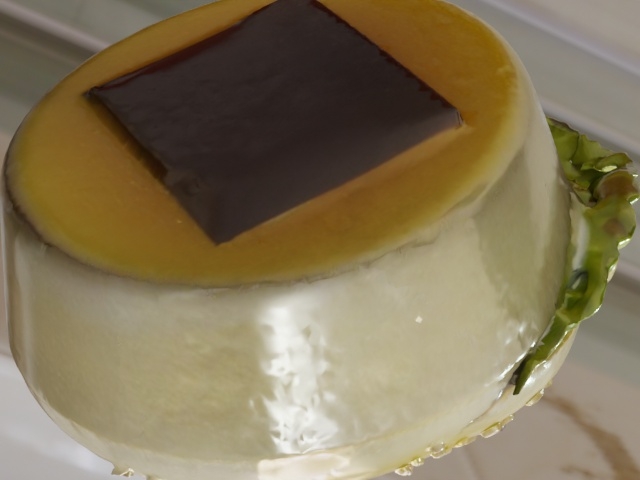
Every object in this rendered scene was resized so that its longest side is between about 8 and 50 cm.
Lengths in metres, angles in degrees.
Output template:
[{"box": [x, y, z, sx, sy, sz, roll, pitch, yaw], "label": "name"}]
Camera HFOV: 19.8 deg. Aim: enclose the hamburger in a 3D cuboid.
[{"box": [0.000, 0.000, 0.399, 0.126, 0.081, 0.141, 25, -129, 40], "label": "hamburger"}]
